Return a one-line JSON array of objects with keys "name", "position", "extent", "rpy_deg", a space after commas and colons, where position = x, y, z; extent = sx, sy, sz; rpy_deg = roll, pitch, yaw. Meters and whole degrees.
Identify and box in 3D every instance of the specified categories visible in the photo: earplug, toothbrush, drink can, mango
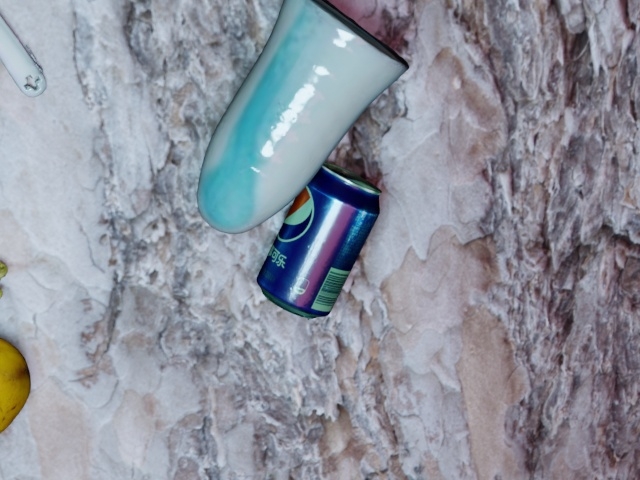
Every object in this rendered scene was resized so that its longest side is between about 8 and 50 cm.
[{"name": "earplug", "position": [-0.051, -0.149, 1.549], "extent": [0.185, 0.185, 0.324], "rpy_deg": [28, 106, -30]}, {"name": "toothbrush", "position": [-0.436, -0.335, 1.367], "extent": [0.042, 0.040, 0.418], "rpy_deg": [-35, 125, -9]}, {"name": "drink can", "position": [0.000, 0.000, 1.650], "extent": [0.118, 0.118, 0.205], "rpy_deg": [22, 101, -30]}, {"name": "mango", "position": [-0.466, 0.216, 1.535], "extent": [0.219, 0.112, 0.144], "rpy_deg": [-50, 137, 13]}]

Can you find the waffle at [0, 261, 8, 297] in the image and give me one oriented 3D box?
[{"name": "waffle", "position": [-0.504, 0.064, 1.495], "extent": [0.192, 0.046, 0.161], "rpy_deg": [29, 99, -31]}]
